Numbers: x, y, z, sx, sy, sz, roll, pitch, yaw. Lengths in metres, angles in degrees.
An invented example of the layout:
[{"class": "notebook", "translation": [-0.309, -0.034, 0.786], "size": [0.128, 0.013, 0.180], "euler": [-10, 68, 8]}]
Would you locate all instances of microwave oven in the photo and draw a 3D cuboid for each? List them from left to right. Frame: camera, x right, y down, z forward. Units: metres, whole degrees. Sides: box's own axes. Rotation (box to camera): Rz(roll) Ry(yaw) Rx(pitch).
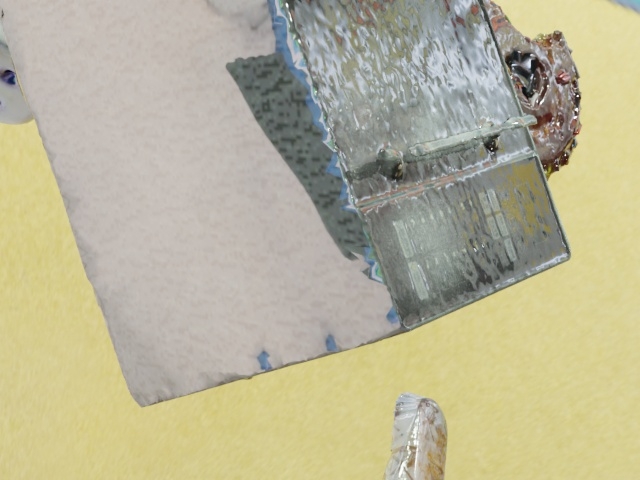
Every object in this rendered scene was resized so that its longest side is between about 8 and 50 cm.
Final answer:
[{"class": "microwave oven", "translation": [-0.052, -0.123, 1.034], "size": [0.236, 0.374, 0.432], "euler": [-18, 88, -47]}]

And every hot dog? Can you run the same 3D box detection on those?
[{"class": "hot dog", "translation": [0.143, 0.343, 1.932], "size": [0.131, 0.069, 0.253], "euler": [48, 38, -36]}]

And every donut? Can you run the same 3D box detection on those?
[{"class": "donut", "translation": [0.178, -0.157, 1.351], "size": [0.230, 0.096, 0.216], "euler": [13, 68, -40]}]

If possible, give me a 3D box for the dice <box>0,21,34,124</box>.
[{"class": "dice", "translation": [-0.418, -0.284, 1.715], "size": [0.192, 0.194, 0.193], "euler": [33, 55, -16]}]
